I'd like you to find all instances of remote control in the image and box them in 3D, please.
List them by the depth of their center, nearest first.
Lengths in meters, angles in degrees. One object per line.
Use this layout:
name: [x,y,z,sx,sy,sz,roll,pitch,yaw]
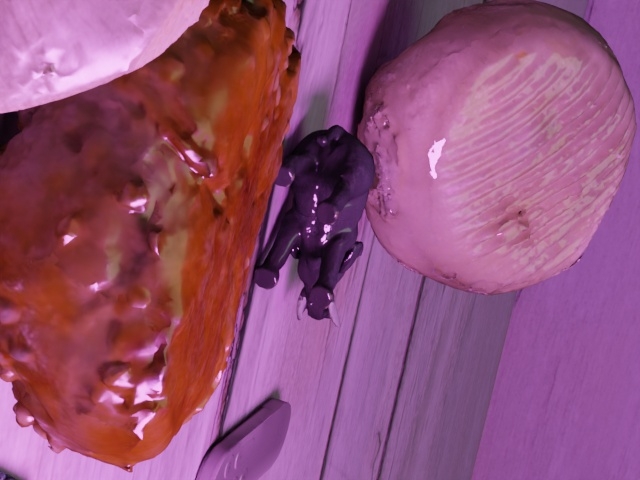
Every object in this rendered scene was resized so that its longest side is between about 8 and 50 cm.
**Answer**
remote control: [-0.077,0.217,1.849,0.245,0.022,0.077,-30,137,-70]

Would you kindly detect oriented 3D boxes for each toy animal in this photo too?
toy animal: [-0.004,0.007,1.767,0.137,0.082,0.269,-56,157,-49]

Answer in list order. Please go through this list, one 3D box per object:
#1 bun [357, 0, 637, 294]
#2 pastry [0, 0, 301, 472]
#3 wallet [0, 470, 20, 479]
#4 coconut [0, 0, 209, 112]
bun: [0.179,-0.114,1.993,0.326,0.234,0.362,-51,139,5]
pastry: [-0.121,-0.026,1.095,0.255,0.162,0.311,58,47,-75]
wallet: [-0.224,0.229,1.262,0.088,0.026,0.129,66,43,-69]
coconut: [-0.130,-0.162,0.665,0.247,0.245,0.245,-148,-108,-70]
